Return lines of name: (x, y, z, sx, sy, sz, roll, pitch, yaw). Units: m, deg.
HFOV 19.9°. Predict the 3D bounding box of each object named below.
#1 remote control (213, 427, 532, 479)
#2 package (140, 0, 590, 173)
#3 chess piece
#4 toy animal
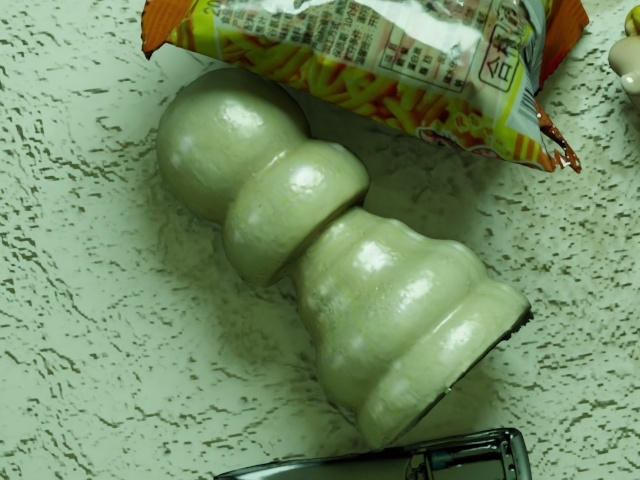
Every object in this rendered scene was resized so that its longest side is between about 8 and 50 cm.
remote control: (0.034, 0.164, 1.197, 0.212, 0.028, 0.059, -9, 85, -7)
package: (0.046, -0.160, 1.172, 0.288, 0.108, 0.223, 21, 43, -4)
chess piece: (0.000, 0.000, 1.170, 0.143, 0.143, 0.261, -43, 82, -9)
toy animal: (0.241, -0.113, 1.234, 0.114, 0.091, 0.082, 14, 100, -34)
